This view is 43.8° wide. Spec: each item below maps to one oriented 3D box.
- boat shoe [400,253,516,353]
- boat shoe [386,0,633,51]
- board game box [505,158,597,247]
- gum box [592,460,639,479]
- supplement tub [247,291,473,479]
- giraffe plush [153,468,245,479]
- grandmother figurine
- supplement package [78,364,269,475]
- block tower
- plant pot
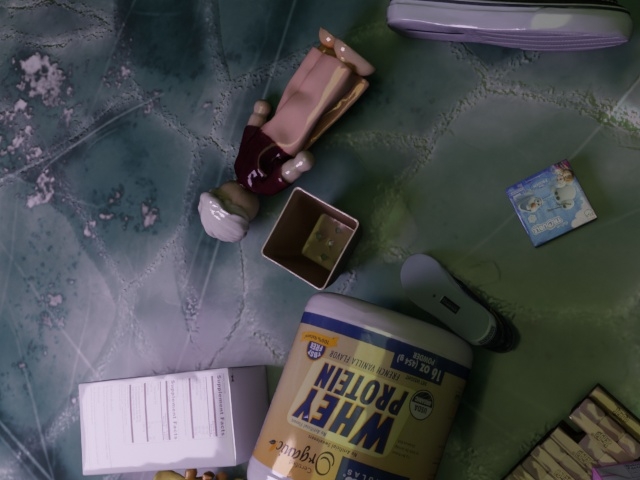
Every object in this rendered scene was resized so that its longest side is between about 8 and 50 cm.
[{"bbox_3d":[0.184,0.090,1.086,0.065,0.083,0.183,-51,45,8],"label":"boat shoe"},{"bbox_3d":[0.248,-0.328,1.067,0.335,0.121,0.119,12,93,22],"label":"boat shoe"},{"bbox_3d":[0.310,-0.050,1.072,0.090,0.020,0.090,-28,78,15],"label":"board game box"},{"bbox_3d":[0.406,0.315,0.926,0.188,0.062,0.107,-6,109,-4],"label":"gum box"},{"bbox_3d":[0.042,0.246,1.009,0.228,0.228,0.316,17,81,20],"label":"supplement tub"},{"bbox_3d":[-0.188,0.419,1.139,0.210,0.181,0.170,-28,49,43],"label":"giraffe plush"},{"bbox_3d":[-0.059,-0.138,1.160,0.104,0.208,0.342,33,101,-26],"label":"grandmother figurine"},{"bbox_3d":[-0.209,0.261,1.164,0.244,0.139,0.134,-9,81,19],"label":"supplement package"},{"bbox_3d":[0.268,0.333,1.014,0.097,0.091,0.335,43,99,19],"label":"block tower"},{"bbox_3d":[0.000,0.000,1.137,0.109,0.096,0.109,30,96,19],"label":"plant pot"}]
